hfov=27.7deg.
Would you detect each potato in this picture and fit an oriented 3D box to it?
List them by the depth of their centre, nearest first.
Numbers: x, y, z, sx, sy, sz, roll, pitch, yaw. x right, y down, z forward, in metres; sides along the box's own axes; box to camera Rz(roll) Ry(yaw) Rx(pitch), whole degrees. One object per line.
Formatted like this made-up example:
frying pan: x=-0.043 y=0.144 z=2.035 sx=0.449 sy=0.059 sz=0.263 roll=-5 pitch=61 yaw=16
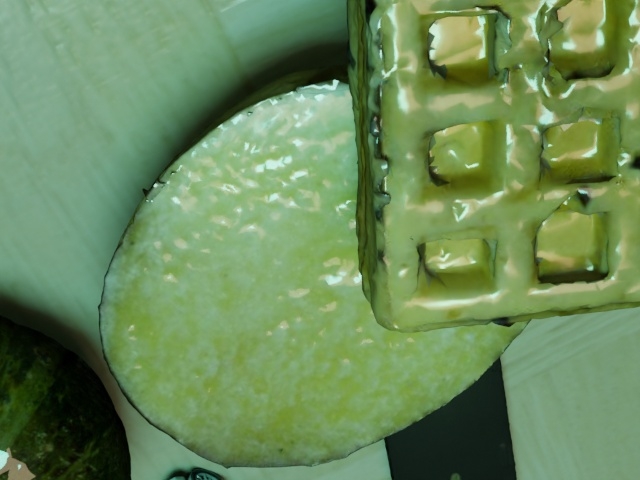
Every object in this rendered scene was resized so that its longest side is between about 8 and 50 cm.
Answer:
potato: x=0.000 y=0.000 z=0.798 sx=0.299 sy=0.116 sz=0.239 roll=-42 pitch=118 yaw=17

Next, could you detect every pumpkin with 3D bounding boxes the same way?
pumpkin: x=-0.227 y=0.149 z=0.817 sx=0.224 sy=0.157 sz=0.223 roll=0 pitch=103 yaw=-2

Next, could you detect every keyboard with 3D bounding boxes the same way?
keyboard: x=0.101 y=0.206 z=0.985 sx=0.106 sy=0.027 sz=0.317 roll=-14 pitch=121 yaw=-7

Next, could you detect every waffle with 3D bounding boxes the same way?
waffle: x=0.200 y=-0.099 z=0.640 sx=0.376 sy=0.114 sz=0.261 roll=-5 pitch=117 yaw=-2

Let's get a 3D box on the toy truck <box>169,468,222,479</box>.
toy truck: x=-0.039 y=0.244 z=0.927 sx=0.178 sy=0.115 sz=0.080 roll=22 pitch=113 yaw=-20
